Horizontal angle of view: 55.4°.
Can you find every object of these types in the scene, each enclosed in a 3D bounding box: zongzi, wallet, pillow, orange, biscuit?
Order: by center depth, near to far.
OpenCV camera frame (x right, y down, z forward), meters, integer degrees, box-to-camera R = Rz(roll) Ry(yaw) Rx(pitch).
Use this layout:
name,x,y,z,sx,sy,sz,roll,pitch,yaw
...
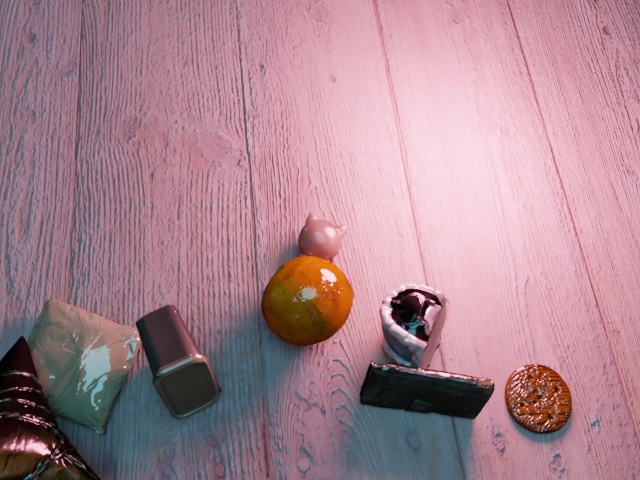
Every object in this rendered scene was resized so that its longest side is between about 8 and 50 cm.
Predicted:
name,x,y,z,sx,sy,sz,roll,pitch,yaw
zongzi,-0.691,0.396,1.369,0.383,0.319,0.362,-2,66,41
pillow,-0.618,0.307,1.534,0.281,0.076,0.274,19,68,2
wallet,0.268,0.386,1.558,0.317,0.169,0.044,9,43,-3
orange,-0.034,0.157,1.583,0.240,0.240,0.240,2,67,-6
biscuit,0.593,0.427,1.653,0.188,0.027,0.187,2,66,-6

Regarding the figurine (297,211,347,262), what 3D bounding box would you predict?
name,x,y,z,sx,sy,sz,roll,pitch,yaw
figurine,0.000,0.000,1.722,0.125,0.125,0.138,20,81,2

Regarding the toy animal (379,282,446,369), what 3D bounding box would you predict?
name,x,y,z,sx,sy,sz,roll,pitch,yaw
toy animal,0.236,0.229,1.609,0.156,0.204,0.208,16,51,22

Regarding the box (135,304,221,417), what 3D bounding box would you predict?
name,x,y,z,sx,sy,sz,roll,pitch,yaw
box,-0.345,0.294,1.483,0.138,0.274,0.178,-23,58,-17
